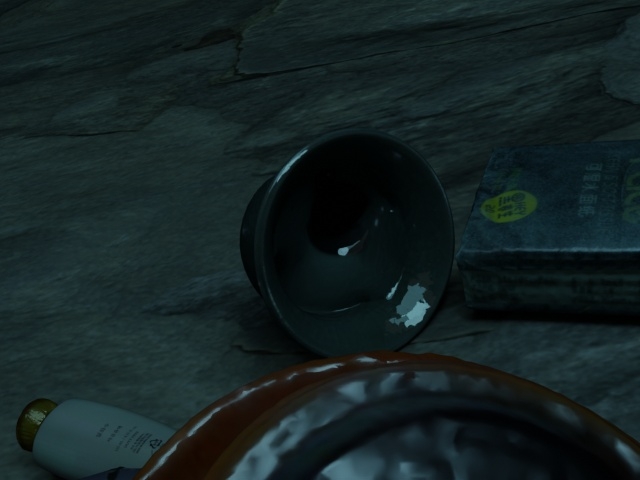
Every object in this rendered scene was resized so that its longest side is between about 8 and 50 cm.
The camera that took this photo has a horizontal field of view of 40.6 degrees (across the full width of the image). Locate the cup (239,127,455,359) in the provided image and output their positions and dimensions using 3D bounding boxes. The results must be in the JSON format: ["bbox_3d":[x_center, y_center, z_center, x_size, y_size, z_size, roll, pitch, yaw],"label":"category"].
[{"bbox_3d":[0.000,0.000,0.789,0.199,0.199,0.150,-34,19,-23],"label":"cup"}]

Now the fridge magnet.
[{"bbox_3d":[0.060,0.201,0.412,0.364,0.155,0.363,5,48,-6],"label":"fridge magnet"}]

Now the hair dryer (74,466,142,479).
[{"bbox_3d":[-0.061,0.285,0.482,0.301,0.121,0.361,-7,43,-1],"label":"hair dryer"}]

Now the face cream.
[{"bbox_3d":[-0.171,0.170,0.707,0.182,0.051,0.072,7,42,30],"label":"face cream"}]

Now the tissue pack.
[{"bbox_3d":[0.265,-0.015,0.756,0.257,0.081,0.185,0,37,24],"label":"tissue pack"}]
